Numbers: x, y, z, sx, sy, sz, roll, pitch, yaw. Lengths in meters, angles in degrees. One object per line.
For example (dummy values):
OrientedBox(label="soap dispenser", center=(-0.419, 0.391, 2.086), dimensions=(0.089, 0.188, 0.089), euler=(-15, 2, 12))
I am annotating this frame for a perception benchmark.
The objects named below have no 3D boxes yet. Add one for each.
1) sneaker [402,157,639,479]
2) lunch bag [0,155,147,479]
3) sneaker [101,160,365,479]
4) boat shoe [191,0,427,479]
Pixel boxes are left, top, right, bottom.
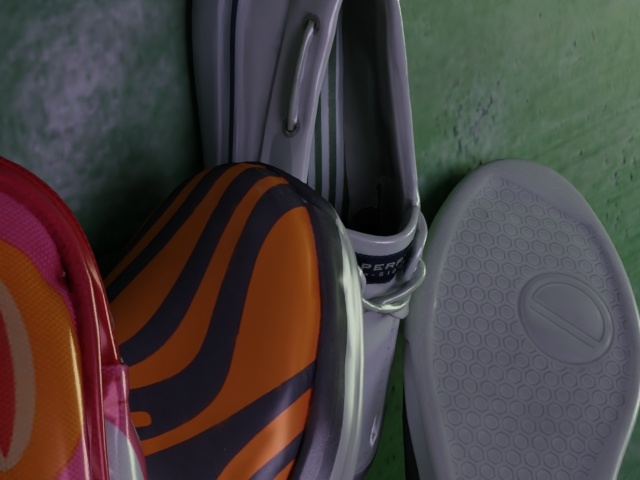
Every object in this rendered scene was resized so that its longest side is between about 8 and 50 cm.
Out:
OrientedBox(label="sneaker", center=(0.063, 0.116, 0.764), dimensions=(0.104, 0.147, 0.296), euler=(9, 60, -15))
OrientedBox(label="lunch bag", center=(-0.160, 0.129, 0.413), dimensions=(0.258, 0.120, 0.293), euler=(-7, 86, -8))
OrientedBox(label="sneaker", center=(-0.109, 0.095, 0.558), dimensions=(0.180, 0.124, 0.321), euler=(37, 72, -44))
OrientedBox(label="boat shoe", center=(0.000, 0.000, 0.680), dimensions=(0.083, 0.075, 0.226), euler=(-26, 116, -38))
